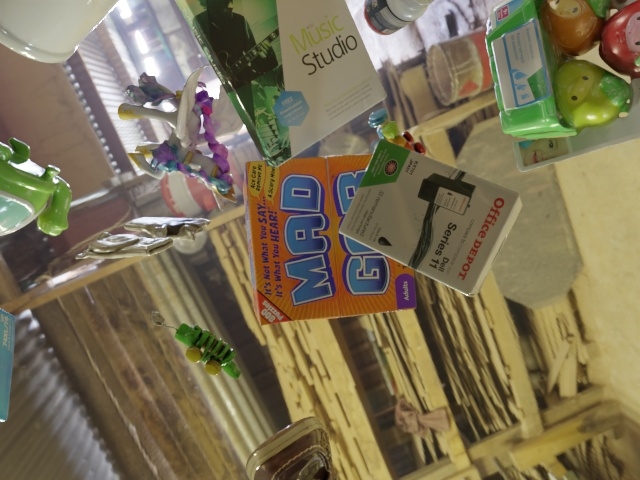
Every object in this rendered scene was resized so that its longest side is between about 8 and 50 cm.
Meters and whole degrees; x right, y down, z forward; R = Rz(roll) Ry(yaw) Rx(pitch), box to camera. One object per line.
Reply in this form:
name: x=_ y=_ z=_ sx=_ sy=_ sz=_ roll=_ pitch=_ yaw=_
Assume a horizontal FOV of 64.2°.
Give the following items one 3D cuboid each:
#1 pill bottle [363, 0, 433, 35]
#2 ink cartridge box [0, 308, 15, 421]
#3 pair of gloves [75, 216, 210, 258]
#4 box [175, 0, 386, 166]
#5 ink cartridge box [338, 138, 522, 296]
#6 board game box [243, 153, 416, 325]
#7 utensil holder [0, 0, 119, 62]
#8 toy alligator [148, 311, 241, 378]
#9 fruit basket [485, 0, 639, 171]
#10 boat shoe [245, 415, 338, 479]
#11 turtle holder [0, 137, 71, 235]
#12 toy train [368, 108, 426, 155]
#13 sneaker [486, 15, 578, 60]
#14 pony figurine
pill bottle: x=0.177 y=-0.529 z=1.118 sx=0.108 sy=0.107 sz=0.180 roll=66 pitch=163 yaw=-13
ink cartridge box: x=-0.652 y=0.181 z=0.788 sx=0.270 sy=0.198 sz=0.197 roll=83 pitch=174 yaw=-62
pair of gloves: x=-0.365 y=-0.005 z=1.082 sx=0.240 sy=0.204 sz=0.042 roll=-43 pitch=-49 yaw=-64
box: x=-0.059 y=-0.308 z=0.776 sx=0.322 sy=0.232 sz=0.058 roll=60 pitch=162 yaw=-20
ink cartridge box: x=0.155 y=-0.032 z=0.723 sx=0.208 sy=0.153 sz=0.087 roll=26 pitch=-175 yaw=22
board game box: x=0.000 y=0.000 z=1.282 sx=0.356 sy=0.355 sz=0.357 roll=161 pitch=104 yaw=-80
utensil holder: x=-0.653 y=-0.696 z=1.267 sx=0.327 sy=0.385 sz=0.328 roll=45 pitch=-152 yaw=-31
toy alligator: x=-0.207 y=0.170 z=0.875 sx=0.189 sy=0.051 sz=0.056 roll=38 pitch=-146 yaw=-6
fruit basket: x=0.448 y=-0.312 z=0.815 sx=0.353 sy=0.165 sz=0.328 roll=-15 pitch=81 yaw=52
boat shoe: x=-0.016 y=0.361 z=0.711 sx=0.123 sy=0.123 sz=0.342 roll=48 pitch=152 yaw=34
turtle holder: x=-0.776 y=-0.129 z=1.232 sx=0.243 sy=0.228 sz=0.320 roll=30 pitch=179 yaw=7
toy train: x=0.216 y=-0.261 z=1.386 sx=0.143 sy=0.105 sz=0.248 roll=50 pitch=-171 yaw=-34
sneaker: x=0.448 y=-0.355 z=1.079 sx=0.283 sy=0.124 sz=0.107 roll=26 pitch=155 yaw=-24
pony figurine: x=-0.332 y=-0.288 z=1.287 sx=0.302 sy=0.363 sz=0.351 roll=-27 pitch=-43 yaw=-60
